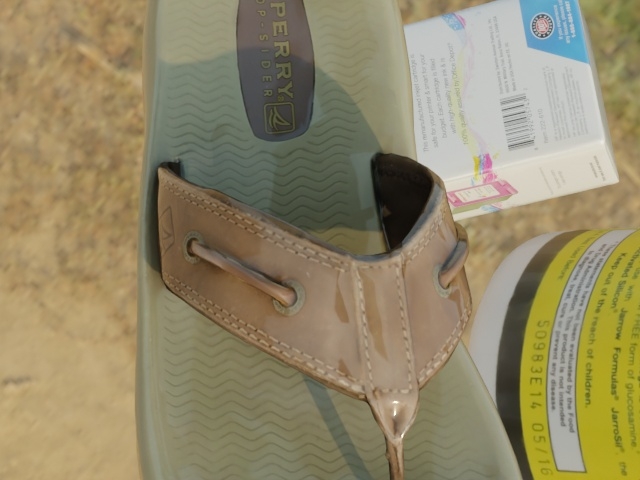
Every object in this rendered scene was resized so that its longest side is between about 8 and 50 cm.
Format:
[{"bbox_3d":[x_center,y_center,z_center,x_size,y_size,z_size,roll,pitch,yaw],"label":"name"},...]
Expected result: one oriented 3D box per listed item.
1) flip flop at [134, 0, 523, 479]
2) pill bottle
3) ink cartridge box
[{"bbox_3d":[0.000,0.000,0.521,0.112,0.080,0.277,-2,63,-10],"label":"flip flop"},{"bbox_3d":[0.261,0.082,0.952,0.188,0.334,0.188,4,85,-50],"label":"pill bottle"},{"bbox_3d":[0.073,-0.062,0.848,0.052,0.122,0.088,51,30,-64],"label":"ink cartridge box"}]
